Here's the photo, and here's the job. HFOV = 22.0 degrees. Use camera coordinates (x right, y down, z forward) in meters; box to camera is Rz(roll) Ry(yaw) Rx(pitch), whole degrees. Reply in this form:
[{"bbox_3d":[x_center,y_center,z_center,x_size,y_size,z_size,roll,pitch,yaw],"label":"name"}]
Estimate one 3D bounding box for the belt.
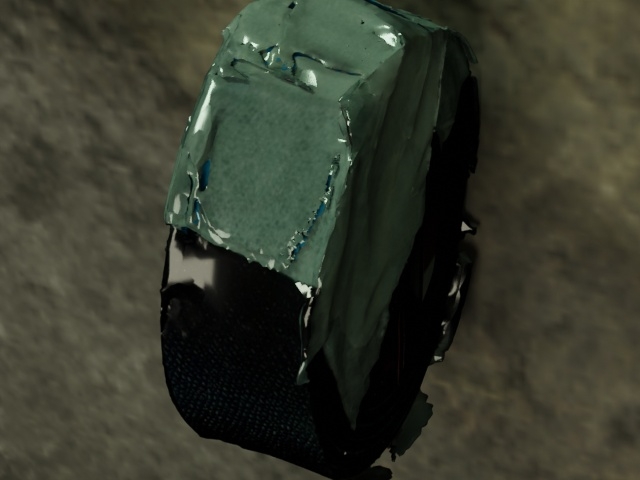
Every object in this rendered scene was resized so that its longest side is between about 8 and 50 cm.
[{"bbox_3d":[0.000,0.000,0.444,0.058,0.105,0.140,16,119,23],"label":"belt"}]
